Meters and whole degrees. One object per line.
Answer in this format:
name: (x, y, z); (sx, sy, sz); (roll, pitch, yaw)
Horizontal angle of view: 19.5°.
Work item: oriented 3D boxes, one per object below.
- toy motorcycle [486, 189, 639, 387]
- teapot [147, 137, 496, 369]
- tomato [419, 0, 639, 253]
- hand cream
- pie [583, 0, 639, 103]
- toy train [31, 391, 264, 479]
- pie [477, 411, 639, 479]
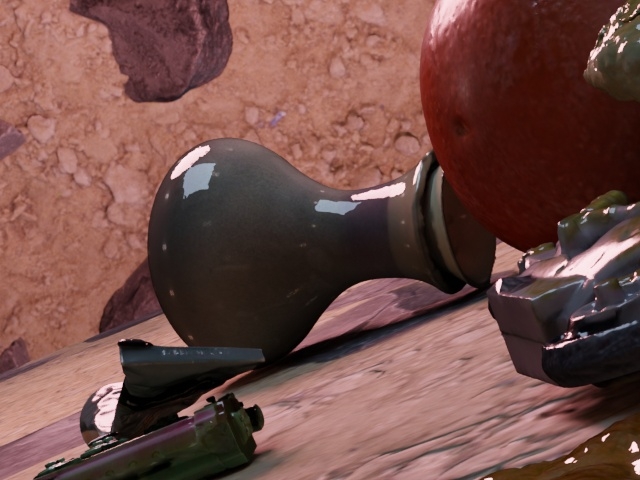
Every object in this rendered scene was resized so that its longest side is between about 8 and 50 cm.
toy motorcycle: (0.148, 0.014, 0.759); (0.152, 0.073, 0.225); (-21, 4, 0)
teapot: (0.000, 0.000, 1.425); (0.251, 0.183, 0.183); (-9, 8, 26)
tomato: (0.193, -0.119, 1.265); (0.265, 0.264, 0.265); (-22, 2, 1)
hand cream: (-0.103, 0.089, 1.112); (0.075, 0.052, 0.248); (-23, -9, -21)
pie: (0.284, -0.147, 1.009); (0.306, 0.071, 0.306); (-17, 15, 5)
toy train: (-0.102, 0.123, 1.024); (0.148, 0.038, 0.071); (-23, 2, 11)
pie: (0.081, 0.071, 0.436); (0.195, 0.046, 0.195); (-23, 4, 2)
